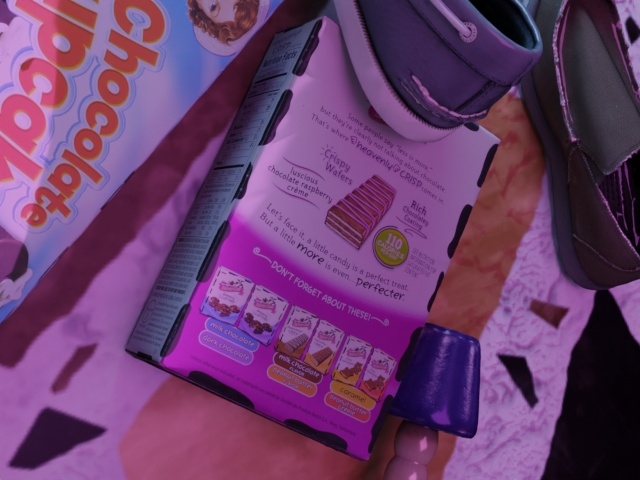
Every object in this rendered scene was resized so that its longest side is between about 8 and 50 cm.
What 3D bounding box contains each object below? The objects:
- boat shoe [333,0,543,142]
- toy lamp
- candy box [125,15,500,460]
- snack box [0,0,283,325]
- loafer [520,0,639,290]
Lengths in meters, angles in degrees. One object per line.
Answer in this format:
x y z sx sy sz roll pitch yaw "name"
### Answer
0.044 -0.223 0.591 0.116 0.099 0.320 -13 81 -42 "boat shoe"
0.046 0.191 0.665 0.080 0.080 0.275 23 82 -29 "toy lamp"
0.000 0.000 0.630 0.159 0.071 0.234 31 77 -27 "candy box"
-0.184 -0.086 0.524 0.187 0.060 0.322 46 70 -24 "snack box"
0.222 -0.083 0.746 0.094 0.087 0.251 -21 103 -28 "loafer"
